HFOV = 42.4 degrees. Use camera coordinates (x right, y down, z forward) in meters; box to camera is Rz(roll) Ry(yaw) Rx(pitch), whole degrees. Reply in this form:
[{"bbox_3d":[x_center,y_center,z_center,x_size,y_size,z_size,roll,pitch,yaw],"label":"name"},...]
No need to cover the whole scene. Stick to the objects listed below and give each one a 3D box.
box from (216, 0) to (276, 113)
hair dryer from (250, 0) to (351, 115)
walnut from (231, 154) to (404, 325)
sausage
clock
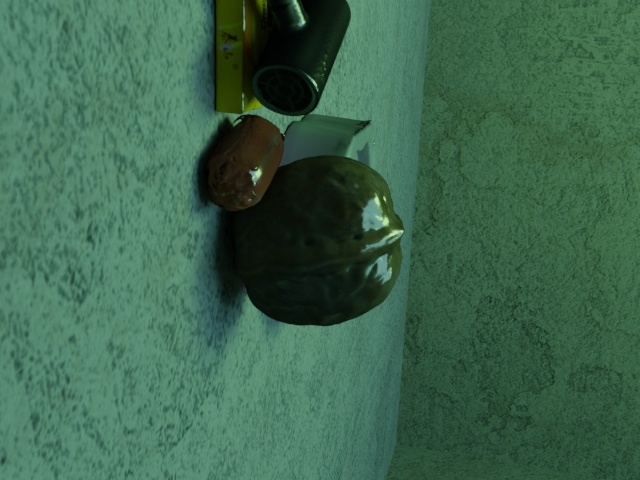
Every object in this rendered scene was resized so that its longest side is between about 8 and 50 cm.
[{"bbox_3d":[-0.052,-0.249,1.004,0.269,0.043,0.152,-43,137,-63],"label":"box"},{"bbox_3d":[-0.037,-0.287,0.871,0.248,0.078,0.196,66,34,-47],"label":"hair dryer"},{"bbox_3d":[0.000,0.000,1.015,0.224,0.224,0.224,7,90,-77],"label":"walnut"},{"bbox_3d":[-0.083,-0.089,0.933,0.141,0.076,0.076,-68,160,-51],"label":"sausage"},{"bbox_3d":[0.009,-0.030,1.302,0.338,0.102,0.339,7,90,-77],"label":"clock"}]
